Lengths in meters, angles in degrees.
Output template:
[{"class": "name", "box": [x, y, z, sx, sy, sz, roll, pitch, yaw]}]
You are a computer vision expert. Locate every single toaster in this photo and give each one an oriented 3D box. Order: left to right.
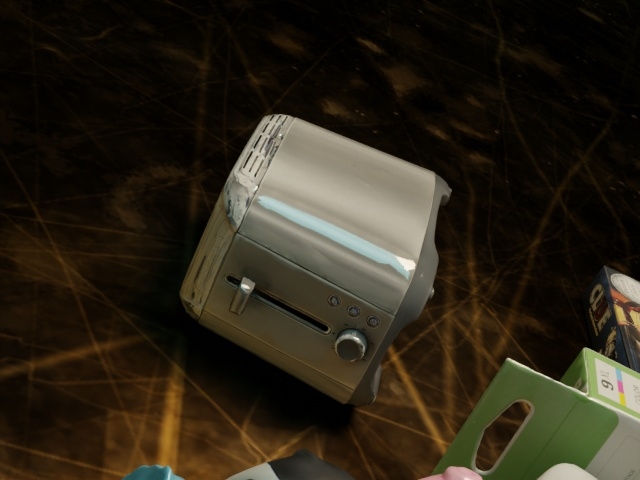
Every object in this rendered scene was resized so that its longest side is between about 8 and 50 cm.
[{"class": "toaster", "box": [0.000, 0.000, 0.814, 0.146, 0.129, 0.227, 25, 29, -2]}]

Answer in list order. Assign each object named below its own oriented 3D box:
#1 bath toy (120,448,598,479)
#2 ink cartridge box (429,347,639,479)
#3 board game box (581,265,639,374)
[{"class": "bath toy", "box": [0.065, 0.176, 0.586, 0.348, 0.129, 0.151, 6, 70, -35]}, {"class": "ink cartridge box", "box": [0.186, 0.144, 0.766, 0.209, 0.109, 0.062, 25, 28, -6]}, {"class": "board game box", "box": [0.309, 0.128, 0.974, 0.165, 0.042, 0.243, 25, 28, -9]}]
